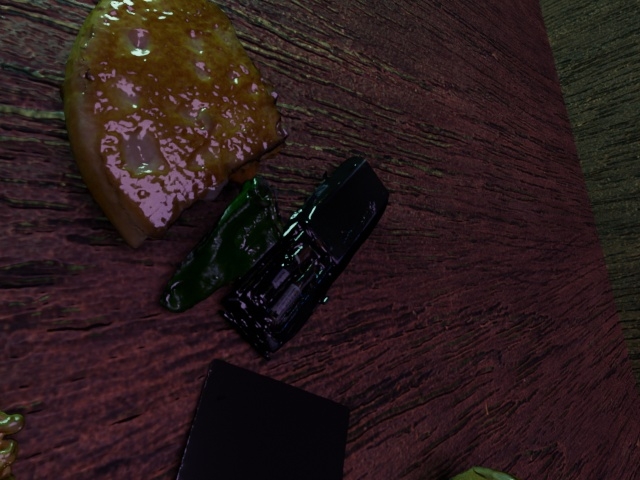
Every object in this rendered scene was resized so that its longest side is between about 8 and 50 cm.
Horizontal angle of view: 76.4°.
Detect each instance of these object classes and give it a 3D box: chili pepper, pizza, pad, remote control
[{"bbox_3d":[-0.125,0.004,0.525,0.216,0.062,0.108,-50,150,-14],"label":"chili pepper"},{"bbox_3d":[-0.177,-0.183,0.536,0.277,0.114,0.409,9,74,-38],"label":"pizza"},{"bbox_3d":[-0.061,0.283,0.569,0.265,0.009,0.159,32,53,-30],"label":"pad"},{"bbox_3d":[0.000,0.000,0.667,0.144,0.062,0.399,51,53,-17],"label":"remote control"}]

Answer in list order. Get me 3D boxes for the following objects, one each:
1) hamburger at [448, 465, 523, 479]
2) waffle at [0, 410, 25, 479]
[{"bbox_3d":[0.280,0.521,0.661,0.211,0.260,0.245,46,8,-2],"label":"hamburger"},{"bbox_3d":[-0.356,0.208,0.333,0.191,0.038,0.191,12,71,-37],"label":"waffle"}]
